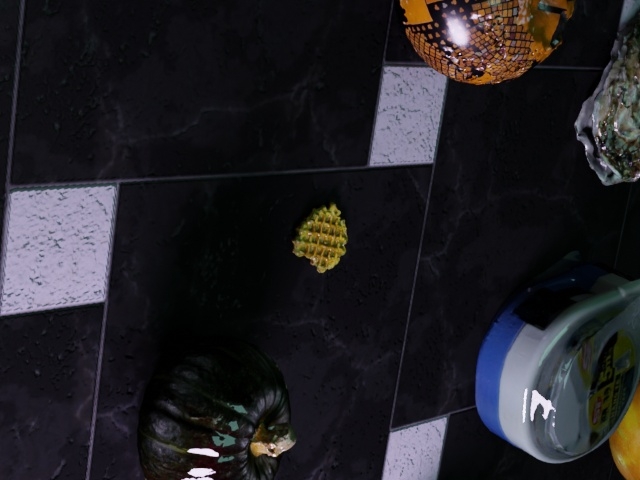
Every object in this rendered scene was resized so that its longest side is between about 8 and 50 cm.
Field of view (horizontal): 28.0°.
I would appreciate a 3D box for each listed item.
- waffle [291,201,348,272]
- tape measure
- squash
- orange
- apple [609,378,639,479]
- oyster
[{"bbox_3d":[0.002,-0.001,1.478,0.078,0.016,0.085,-52,137,-18],"label":"waffle"},{"bbox_3d":[0.346,0.179,1.828,0.262,0.138,0.259,-22,120,-40],"label":"tape measure"},{"bbox_3d":[-0.110,0.196,1.342,0.193,0.156,0.193,-42,157,-23],"label":"squash"},{"bbox_3d":[0.185,-0.292,1.430,0.234,0.182,0.234,-30,137,-32],"label":"orange"},{"bbox_3d":[0.573,0.297,2.056,0.237,0.237,0.207,-3,82,-46],"label":"apple"},{"bbox_3d":[0.468,-0.210,1.832,0.267,0.112,0.198,-47,114,-12],"label":"oyster"}]
